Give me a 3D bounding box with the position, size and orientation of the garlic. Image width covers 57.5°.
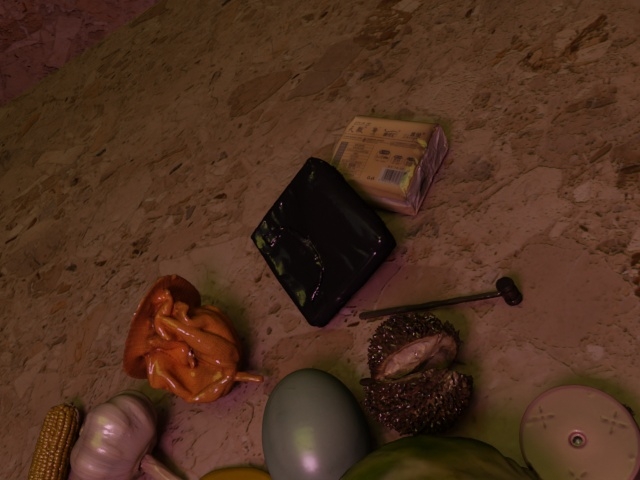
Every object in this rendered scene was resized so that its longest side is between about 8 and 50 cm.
[{"bbox_3d":[-0.337,0.396,1.088,0.226,0.199,0.199,23,72,11],"label":"garlic"}]

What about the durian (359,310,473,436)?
[{"bbox_3d":[0.135,0.207,0.902,0.196,0.167,0.196,-32,40,32],"label":"durian"}]

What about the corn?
[{"bbox_3d":[-0.565,0.456,1.228,0.080,0.080,0.238,-13,53,25],"label":"corn"}]

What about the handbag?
[{"bbox_3d":[0.000,0.000,1.130,0.244,0.088,0.275,-50,57,17],"label":"handbag"}]

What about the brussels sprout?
[{"bbox_3d":[0.160,0.381,0.690,0.344,0.344,0.268,-2,50,31],"label":"brussels sprout"}]

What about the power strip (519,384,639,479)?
[{"bbox_3d":[0.348,0.272,0.773,0.154,0.078,0.154,-17,50,21],"label":"power strip"}]

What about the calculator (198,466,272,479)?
[{"bbox_3d":[-0.162,0.465,0.998,0.235,0.032,0.146,-18,52,24],"label":"calculator"}]

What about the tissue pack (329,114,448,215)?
[{"bbox_3d":[0.128,-0.159,1.191,0.222,0.090,0.186,14,72,39],"label":"tissue pack"}]

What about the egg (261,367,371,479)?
[{"bbox_3d":[-0.008,0.306,0.915,0.168,0.168,0.230,-30,43,12],"label":"egg"}]

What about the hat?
[{"bbox_3d":[-0.204,0.208,1.100,0.233,0.233,0.244,22,115,19],"label":"hat"}]

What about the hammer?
[{"bbox_3d":[0.193,0.109,1.005,0.292,0.058,0.029,-14,49,30],"label":"hammer"}]
